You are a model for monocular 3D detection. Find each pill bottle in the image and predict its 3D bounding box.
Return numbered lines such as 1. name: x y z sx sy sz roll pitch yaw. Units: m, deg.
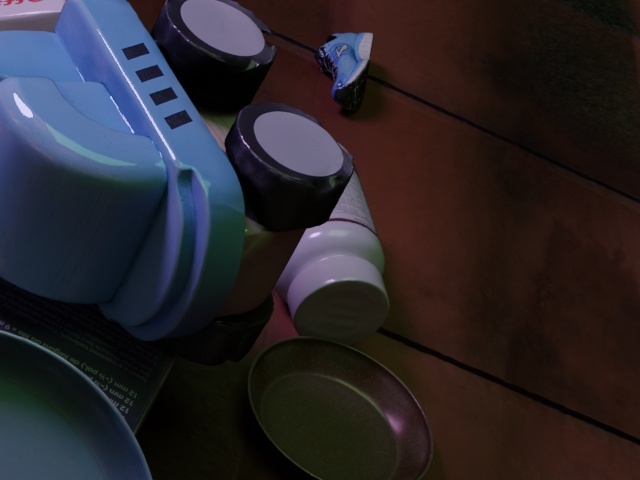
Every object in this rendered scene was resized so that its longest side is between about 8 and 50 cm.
1. pill bottle: 0.000 0.000 1.603 0.121 0.121 0.221 11 39 -25

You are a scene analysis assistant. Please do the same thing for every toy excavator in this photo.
1. toy excavator: -0.261 -0.100 1.246 0.445 0.222 0.433 -4 49 -40

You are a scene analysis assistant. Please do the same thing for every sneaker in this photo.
1. sneaker: 0.026 -0.221 1.966 0.073 0.063 0.162 10 32 1

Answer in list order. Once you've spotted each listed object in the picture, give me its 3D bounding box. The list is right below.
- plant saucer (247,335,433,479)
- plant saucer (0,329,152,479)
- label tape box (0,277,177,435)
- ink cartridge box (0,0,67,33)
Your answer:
1. plant saucer: 0.015 0.177 1.469 0.198 0.036 0.199 19 37 -15
2. plant saucer: -0.273 0.218 1.083 0.317 0.043 0.318 4 76 -18
3. label tape box: -0.264 0.102 1.296 0.249 0.115 0.348 28 38 -3
4. ink cartridge box: -0.371 -0.265 1.605 0.207 0.117 0.283 -8 45 -9
